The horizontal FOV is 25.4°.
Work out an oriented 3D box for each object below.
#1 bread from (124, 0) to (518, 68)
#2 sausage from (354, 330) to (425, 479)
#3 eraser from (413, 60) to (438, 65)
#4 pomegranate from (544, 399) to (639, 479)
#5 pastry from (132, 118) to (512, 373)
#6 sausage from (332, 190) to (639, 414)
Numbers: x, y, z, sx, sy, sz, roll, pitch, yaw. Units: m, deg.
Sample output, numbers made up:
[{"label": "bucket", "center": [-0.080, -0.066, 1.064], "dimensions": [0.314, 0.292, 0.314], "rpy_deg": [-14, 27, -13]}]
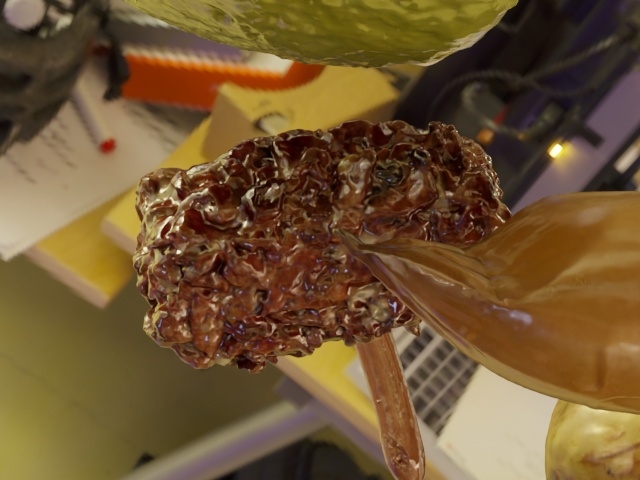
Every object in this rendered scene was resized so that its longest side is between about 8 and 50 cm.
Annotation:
[{"label": "bread", "center": [-0.017, -0.269, 0.643], "dimensions": [0.348, 0.348, 0.308], "rpy_deg": [32, 78, -4]}, {"label": "sausage", "center": [0.063, 0.142, 1.337], "dimensions": [0.043, 0.043, 0.186], "rpy_deg": [-13, 85, -38]}, {"label": "eraser", "center": [0.013, -0.201, 1.039], "dimensions": [0.243, 0.059, 0.204], "rpy_deg": [40, 29, -39]}, {"label": "pomegranate", "center": [0.304, 0.195, 1.227], "dimensions": [0.215, 0.215, 0.215], "rpy_deg": [17, 47, -19]}, {"label": "pastry", "center": [-0.001, -0.001, 0.761], "dimensions": [0.208, 0.115, 0.097], "rpy_deg": [-15, 35, 6]}, {"label": "sausage", "center": [0.167, 0.027, 0.644], "dimensions": [0.328, 0.112, 0.112], "rpy_deg": [2, 51, -5]}]
